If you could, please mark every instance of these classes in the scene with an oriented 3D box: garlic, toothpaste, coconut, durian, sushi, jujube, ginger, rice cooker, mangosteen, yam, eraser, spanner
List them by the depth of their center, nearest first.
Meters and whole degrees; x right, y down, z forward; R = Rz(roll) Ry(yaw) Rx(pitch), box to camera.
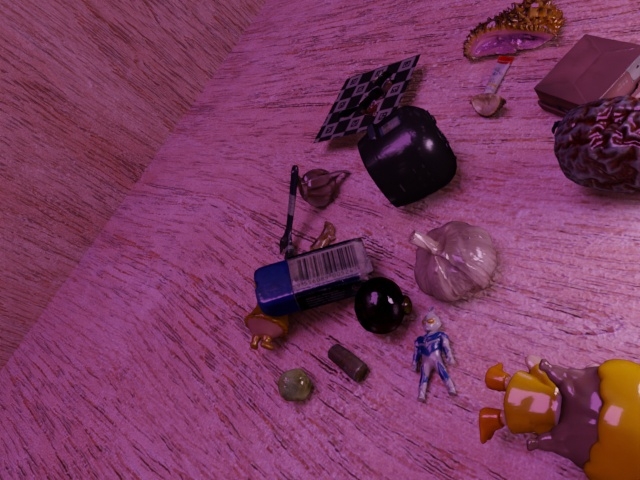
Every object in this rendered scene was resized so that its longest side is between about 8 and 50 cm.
[{"bbox_3d":[0.661,-0.205,1.240,0.317,0.226,0.226,11,67,46],"label":"jujube"},{"bbox_3d":[0.297,0.032,1.404,0.218,0.212,0.219,-31,42,32],"label":"garlic"},{"bbox_3d":[0.162,0.166,1.491,0.152,0.152,0.152,-26,43,27],"label":"mangosteen"},{"bbox_3d":[0.071,0.315,1.513,0.054,0.054,0.132,-54,38,-6],"label":"yam"},{"bbox_3d":[-0.065,0.388,1.565,0.088,0.096,0.088,178,90,-67],"label":"coconut"},{"bbox_3d":[-0.016,0.109,1.647,0.332,0.101,0.155,-17,49,5],"label":"eraser"},{"bbox_3d":[0.249,-0.244,1.660,0.224,0.267,0.267,-33,40,19],"label":"rice cooker"},{"bbox_3d":[0.484,-0.391,1.699,0.052,0.066,0.130,-58,29,-12],"label":"durian"},{"bbox_3d":[0.529,-0.487,1.765,0.048,0.031,0.190,17,68,33],"label":"toothpaste"},{"bbox_3d":[0.585,-0.670,1.798,0.341,0.112,0.191,4,64,49],"label":"durian"},{"bbox_3d":[0.004,0.002,1.860,0.137,0.044,0.057,-56,20,-12],"label":"ginger"},{"bbox_3d":[-0.103,-0.093,1.938,0.087,0.024,0.316,18,103,61],"label":"spanner"},{"bbox_3d":[0.008,-0.197,1.983,0.194,0.127,0.131,-30,54,-17],"label":"garlic"},{"bbox_3d":[0.178,-0.481,2.083,0.359,0.064,0.343,-4,52,45],"label":"sushi"}]

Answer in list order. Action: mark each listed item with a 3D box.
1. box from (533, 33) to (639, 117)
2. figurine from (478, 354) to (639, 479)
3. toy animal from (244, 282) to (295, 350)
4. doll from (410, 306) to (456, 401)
[{"bbox_3d":[0.694,-0.407,1.485,0.215,0.086,0.215,-47,38,4],"label":"box"},{"bbox_3d":[0.448,0.314,1.042,0.343,0.187,0.215,-6,78,47],"label":"figurine"},{"bbox_3d":[-0.151,0.215,1.752,0.156,0.156,0.230,-13,54,38],"label":"toy animal"},{"bbox_3d":[0.258,0.259,1.375,0.114,0.057,0.227,-25,45,34],"label":"doll"}]
